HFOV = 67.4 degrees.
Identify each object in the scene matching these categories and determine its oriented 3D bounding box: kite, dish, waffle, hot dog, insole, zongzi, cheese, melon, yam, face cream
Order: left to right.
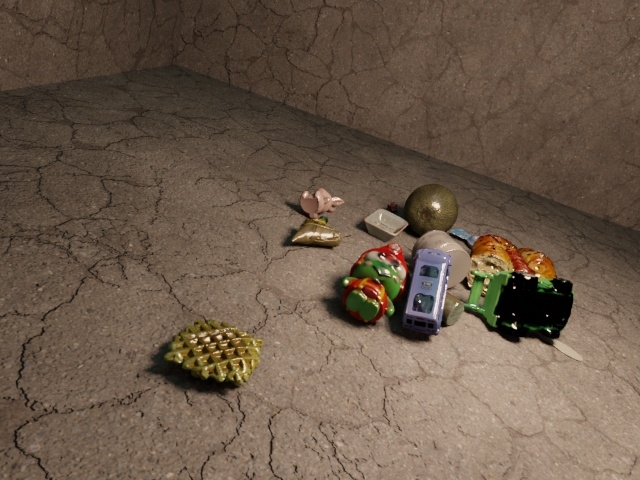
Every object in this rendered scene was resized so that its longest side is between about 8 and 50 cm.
[{"bbox_3d":[-0.242,0.258,1.128,0.207,0.054,0.214,16,20,1],"label":"waffle"},{"bbox_3d":[0.000,0.000,1.746,0.188,0.082,0.178,21,26,7],"label":"zongzi"},{"bbox_3d":[0.285,-0.063,2.078,0.153,0.064,0.234,28,29,17],"label":"dish"},{"bbox_3d":[0.357,0.177,1.624,0.259,0.106,0.106,36,31,31],"label":"yam"},{"bbox_3d":[0.458,0.035,2.068,0.229,0.012,0.250,8,27,-24],"label":"kite"},{"bbox_3d":[0.502,-0.139,2.171,0.237,0.238,0.301,26,20,14],"label":"melon"},{"bbox_3d":[0.450,0.069,1.806,0.177,0.178,0.153,7,29,-23],"label":"face cream"},{"bbox_3d":[0.726,0.008,2.249,0.244,0.052,0.135,35,28,31],"label":"cheese"},{"bbox_3d":[0.779,0.114,1.937,0.367,0.196,0.365,27,24,11],"label":"hot dog"},{"bbox_3d":[0.828,0.362,1.693,0.197,0.004,0.065,35,31,30],"label":"insole"}]

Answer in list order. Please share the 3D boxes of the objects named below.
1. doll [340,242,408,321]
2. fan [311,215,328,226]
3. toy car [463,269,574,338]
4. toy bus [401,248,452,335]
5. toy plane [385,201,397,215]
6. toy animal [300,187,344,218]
[{"bbox_3d":[0.188,0.118,1.541,0.182,0.160,0.363,27,43,11],"label":"doll"},{"bbox_3d":[-0.003,-0.060,1.911,0.082,0.039,0.155,22,25,8],"label":"fan"},{"bbox_3d":[0.703,0.212,1.677,0.358,0.214,0.176,8,8,-19],"label":"toy car"},{"bbox_3d":[0.338,0.139,1.513,0.125,0.133,0.293,10,58,16],"label":"toy bus"},{"bbox_3d":[0.349,-0.154,2.326,0.060,0.037,0.145,21,27,-4],"label":"toy plane"},{"bbox_3d":[0.002,-0.167,2.042,0.124,0.125,0.212,30,22,22],"label":"toy animal"}]
